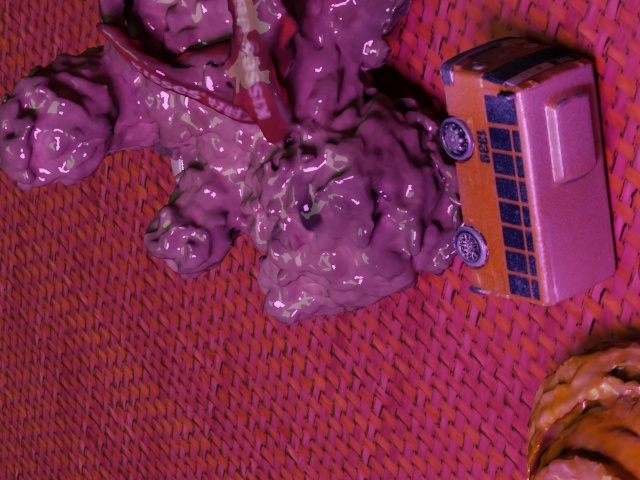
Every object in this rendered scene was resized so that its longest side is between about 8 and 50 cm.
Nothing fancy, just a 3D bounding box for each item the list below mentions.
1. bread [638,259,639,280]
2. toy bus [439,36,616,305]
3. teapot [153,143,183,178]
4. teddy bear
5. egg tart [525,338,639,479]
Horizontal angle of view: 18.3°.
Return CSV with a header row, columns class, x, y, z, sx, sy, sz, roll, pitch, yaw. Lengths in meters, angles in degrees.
class,x,y,z,sx,sy,sz,roll,pitch,yaw
bread,0.289,0.040,1.326,0.192,0.067,0.119,-9,75,57
toy bus,0.154,-0.051,1.455,0.103,0.091,0.182,14,119,49
teapot,-0.093,-0.117,1.751,0.111,0.108,0.149,-41,68,53
teddy bear,-0.029,-0.103,1.564,0.367,0.224,0.357,42,108,12
egg tart,0.241,0.210,1.441,0.294,0.123,0.294,30,129,45
